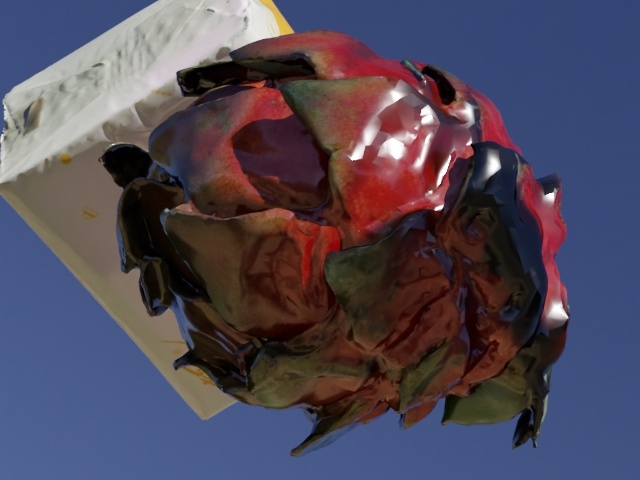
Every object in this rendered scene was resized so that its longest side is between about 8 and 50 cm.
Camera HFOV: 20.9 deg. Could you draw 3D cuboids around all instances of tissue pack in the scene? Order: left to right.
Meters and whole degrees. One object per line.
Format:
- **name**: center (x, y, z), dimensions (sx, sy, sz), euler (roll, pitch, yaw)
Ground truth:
- **tissue pack**: center (-0.061, -0.029, 1.074), dimensions (0.185, 0.124, 0.225), euler (-29, -57, 14)

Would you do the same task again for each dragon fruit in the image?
- **dragon fruit**: center (0.009, 0.000, 0.730), dimensions (0.188, 0.182, 0.182), euler (2, -30, -16)
